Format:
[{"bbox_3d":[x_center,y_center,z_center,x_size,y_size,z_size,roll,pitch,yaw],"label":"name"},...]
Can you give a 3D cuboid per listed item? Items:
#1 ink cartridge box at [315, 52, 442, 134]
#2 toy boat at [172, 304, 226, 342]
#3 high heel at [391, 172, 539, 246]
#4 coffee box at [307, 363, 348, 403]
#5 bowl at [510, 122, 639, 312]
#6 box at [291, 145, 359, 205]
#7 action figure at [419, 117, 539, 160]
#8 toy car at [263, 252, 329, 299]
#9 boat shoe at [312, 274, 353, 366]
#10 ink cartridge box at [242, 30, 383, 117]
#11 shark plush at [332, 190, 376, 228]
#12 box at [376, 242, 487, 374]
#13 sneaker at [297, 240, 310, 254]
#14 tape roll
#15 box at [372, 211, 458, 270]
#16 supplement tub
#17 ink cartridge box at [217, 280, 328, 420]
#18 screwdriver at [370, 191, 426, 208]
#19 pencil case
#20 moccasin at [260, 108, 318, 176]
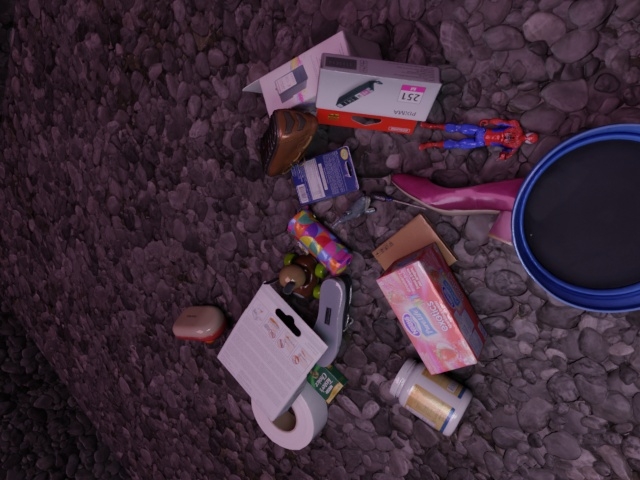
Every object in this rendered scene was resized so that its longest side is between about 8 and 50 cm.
[{"bbox_3d":[0.125,-0.331,1.099,0.274,0.060,0.239,6,153,-2],"label":"ink cartridge box"},{"bbox_3d":[-0.468,0.355,1.810,0.230,0.151,0.151,-5,130,35],"label":"toy boat"},{"bbox_3d":[0.369,-0.138,1.134,0.377,0.127,0.182,29,100,22],"label":"high heel"},{"bbox_3d":[-0.001,0.463,1.567,0.184,0.040,0.113,43,122,17],"label":"coffee box"},{"bbox_3d":[0.608,-0.044,0.946,0.390,0.077,0.392,4,104,16],"label":"bowl"},{"bbox_3d":[0.015,-0.196,1.380,0.225,0.036,0.137,-11,97,37],"label":"box"},{"bbox_3d":[0.366,-0.246,1.078,0.280,0.139,0.092,8,108,29],"label":"action figure"},{"bbox_3d":[-0.087,0.132,1.444,0.154,0.188,0.149,15,110,30],"label":"toy car"},{"bbox_3d":[0.041,0.255,1.445,0.113,0.104,0.307,14,105,34],"label":"boat shoe"},{"bbox_3d":[-0.019,-0.423,1.236,0.353,0.207,0.119,-14,93,36],"label":"ink cartridge box"},{"bbox_3d":[0.087,-0.092,1.342,0.161,0.067,0.073,-24,89,36],"label":"shark plush"},{"bbox_3d":[0.301,0.182,1.204,0.142,0.154,0.300,-29,93,34],"label":"box"},{"bbox_3d":[-0.051,0.013,1.487,0.083,0.035,0.031,64,150,28],"label":"sneaker"},{"bbox_3d":[-0.116,0.609,1.648,0.286,0.100,0.287,10,108,32],"label":"tape roll"},{"bbox_3d":[0.265,0.044,1.288,0.201,0.021,0.164,-42,79,34],"label":"box"},{"bbox_3d":[0.314,0.441,1.288,0.199,0.144,0.145,29,117,25],"label":"supplement tub"},{"bbox_3d":[-0.155,0.365,1.512,0.308,0.091,0.385,43,116,20],"label":"ink cartridge box"},{"bbox_3d":[0.221,-0.114,1.280,0.169,0.024,0.025,13,81,24],"label":"screwdriver"},{"bbox_3d":[0.000,0.000,1.408,0.236,0.104,0.104,47,123,14],"label":"pencil case"},{"bbox_3d":[-0.094,-0.278,1.303,0.380,0.146,0.139,138,125,-70],"label":"moccasin"}]
